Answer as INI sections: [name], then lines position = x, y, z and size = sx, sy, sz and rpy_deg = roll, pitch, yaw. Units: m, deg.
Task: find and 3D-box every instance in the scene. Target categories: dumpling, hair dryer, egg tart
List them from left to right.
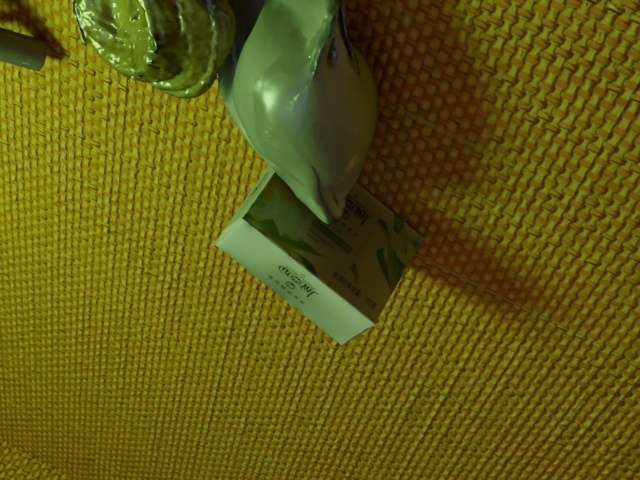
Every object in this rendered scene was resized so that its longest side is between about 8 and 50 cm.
[hair dryer]
position = -0.569, -0.338, 1.926
size = 0.195, 0.054, 0.220
rpy_deg = 13, -172, -34
[egg tart]
position = -0.244, -0.322, 1.622
size = 0.290, 0.115, 0.290
rpy_deg = 28, 137, 30
[dumpling]
position = -0.042, -0.203, 1.631
size = 0.260, 0.181, 0.341
rpy_deg = 32, 161, 35

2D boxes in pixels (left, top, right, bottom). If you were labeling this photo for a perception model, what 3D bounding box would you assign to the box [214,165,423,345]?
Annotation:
[box]
position = 0.000, 0.000, 1.805
size = 0.260, 0.194, 0.111
rpy_deg = 37, 144, -8
